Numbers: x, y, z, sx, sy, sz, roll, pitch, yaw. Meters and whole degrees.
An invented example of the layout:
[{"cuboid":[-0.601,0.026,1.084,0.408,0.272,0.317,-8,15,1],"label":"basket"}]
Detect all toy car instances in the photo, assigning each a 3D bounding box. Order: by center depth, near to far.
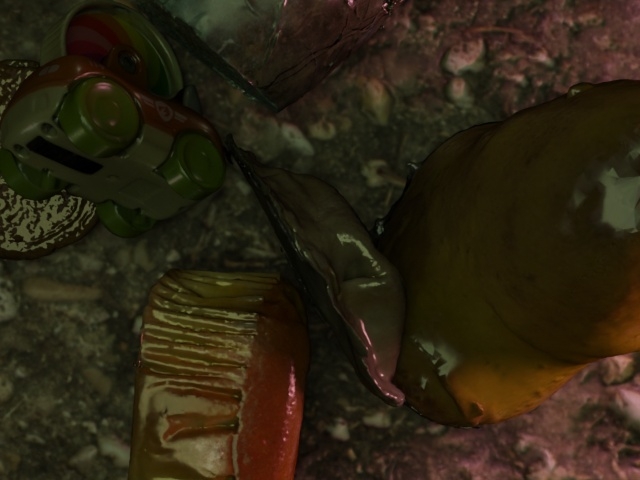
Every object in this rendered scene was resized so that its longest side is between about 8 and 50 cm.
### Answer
[{"cuboid":[-0.201,-0.138,1.244,0.145,0.235,0.235,-26,89,40],"label":"toy car"}]

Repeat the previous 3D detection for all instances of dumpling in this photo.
[{"cuboid":[0.003,-0.001,1.198,0.086,0.166,0.332,-31,70,-10],"label":"dumpling"}]

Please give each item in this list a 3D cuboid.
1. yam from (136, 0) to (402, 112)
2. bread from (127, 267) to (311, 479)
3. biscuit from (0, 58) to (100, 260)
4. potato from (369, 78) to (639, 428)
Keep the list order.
[{"cuboid":[-0.019,-0.269,1.226,0.201,0.202,0.271,41,92,-19],"label":"yam"},{"cuboid":[-0.089,0.171,1.223,0.156,0.204,0.288,6,86,9],"label":"bread"},{"cuboid":[-0.327,-0.086,1.313,0.226,0.042,0.226,0,89,4],"label":"biscuit"},{"cuboid":[0.205,0.007,1.164,0.397,0.296,0.290,-35,87,2],"label":"potato"}]
